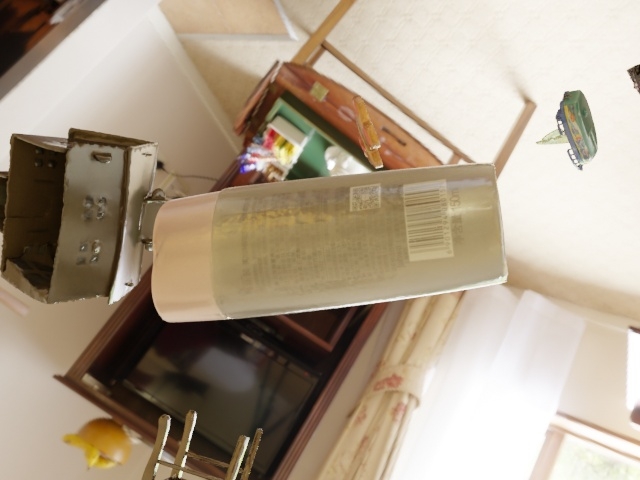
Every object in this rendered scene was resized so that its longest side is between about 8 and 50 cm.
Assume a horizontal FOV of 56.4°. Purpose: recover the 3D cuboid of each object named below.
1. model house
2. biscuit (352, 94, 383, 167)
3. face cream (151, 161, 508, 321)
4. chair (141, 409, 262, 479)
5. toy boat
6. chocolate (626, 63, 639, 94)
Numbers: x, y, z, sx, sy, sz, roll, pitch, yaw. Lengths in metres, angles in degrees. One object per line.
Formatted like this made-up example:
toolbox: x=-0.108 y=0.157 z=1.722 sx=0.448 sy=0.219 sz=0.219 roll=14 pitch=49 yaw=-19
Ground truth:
model house: x=-0.295 y=-0.042 z=0.820 sx=0.204 sy=0.211 sz=0.243 roll=22 pitch=-164 yaw=35
biscuit: x=0.121 y=-0.269 z=1.577 sx=0.250 sy=0.036 sz=0.165 roll=60 pitch=-169 yaw=-76
face cream: x=0.000 y=0.000 z=0.458 sx=0.269 sy=0.107 sz=0.073 roll=-7 pitch=159 yaw=15
chair: x=-0.217 y=0.475 z=1.027 sx=0.186 sy=0.319 sz=0.160 roll=12 pitch=169 yaw=11
toy boat: x=0.473 y=-0.203 z=1.157 sx=0.110 sy=0.091 sz=0.175 roll=-4 pitch=131 yaw=42
chocolate: x=0.325 y=-0.096 z=0.532 sx=0.072 sy=0.070 sz=0.147 roll=-25 pitch=81 yaw=59
